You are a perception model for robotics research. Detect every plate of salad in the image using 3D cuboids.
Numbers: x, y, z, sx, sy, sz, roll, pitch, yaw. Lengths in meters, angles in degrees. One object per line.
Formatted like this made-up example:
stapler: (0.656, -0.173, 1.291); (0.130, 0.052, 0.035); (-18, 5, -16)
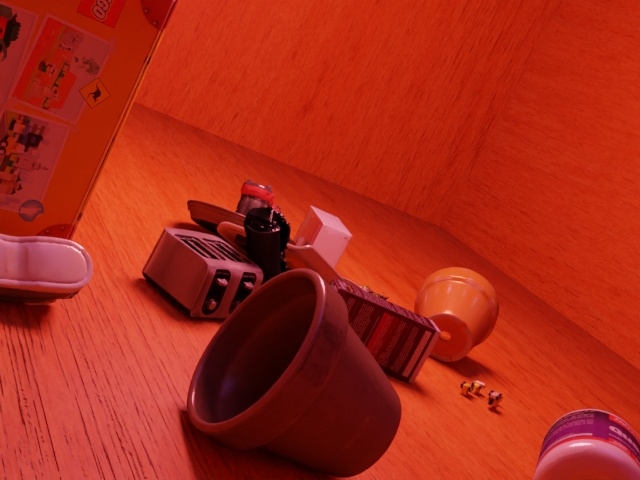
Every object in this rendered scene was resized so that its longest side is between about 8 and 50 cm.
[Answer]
plate of salad: (0.113, 0.140, 2.064); (0.200, 0.048, 0.200); (37, -14, 11)

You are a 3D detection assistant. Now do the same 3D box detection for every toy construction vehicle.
toy construction vehicle: (0.353, 0.337, 1.933); (0.086, 0.035, 0.098); (19, 5, 23)

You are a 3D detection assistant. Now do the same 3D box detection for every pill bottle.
pill bottle: (0.465, 0.396, 1.513); (0.182, 0.181, 0.323); (30, 12, 14)

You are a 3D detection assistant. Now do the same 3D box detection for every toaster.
toaster: (-0.222, 0.062, 1.649); (0.186, 0.110, 0.168); (34, 12, 33)

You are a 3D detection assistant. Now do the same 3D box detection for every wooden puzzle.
wooden puzzle: (-0.092, 0.040, 1.973); (0.239, 0.044, 0.221); (14, -17, 27)

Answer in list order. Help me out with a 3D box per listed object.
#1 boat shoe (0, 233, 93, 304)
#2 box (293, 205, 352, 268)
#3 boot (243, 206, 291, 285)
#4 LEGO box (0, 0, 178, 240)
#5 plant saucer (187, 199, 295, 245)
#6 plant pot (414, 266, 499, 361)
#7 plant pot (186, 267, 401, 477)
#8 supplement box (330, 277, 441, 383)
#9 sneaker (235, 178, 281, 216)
boat shoe: (-0.482, 0.032, 1.242); (0.305, 0.091, 0.109); (14, 59, -34)
box: (0.000, 0.000, 2.390); (0.091, 0.130, 0.170); (24, 11, -19)
boot: (-0.105, 0.029, 1.792); (0.094, 0.207, 0.246); (-2, 16, -3)
LEGO box: (-0.520, -0.268, 1.456); (0.373, 0.500, 0.193); (19, 14, -38)
plant saucer: (-0.194, -0.026, 2.101); (0.278, 0.041, 0.278); (21, -9, 3)
plant pot: (0.316, 0.192, 2.125); (0.205, 0.205, 0.188); (28, 26, 6)
plant pot: (-0.013, 0.204, 1.210); (0.229, 0.263, 0.263); (40, 5, -23)
supplement box: (0.107, 0.184, 1.795); (0.240, 0.130, 0.073); (25, 11, -15)
sneaker: (-0.171, -0.059, 2.366); (0.098, 0.135, 0.276); (16, -14, 10)
